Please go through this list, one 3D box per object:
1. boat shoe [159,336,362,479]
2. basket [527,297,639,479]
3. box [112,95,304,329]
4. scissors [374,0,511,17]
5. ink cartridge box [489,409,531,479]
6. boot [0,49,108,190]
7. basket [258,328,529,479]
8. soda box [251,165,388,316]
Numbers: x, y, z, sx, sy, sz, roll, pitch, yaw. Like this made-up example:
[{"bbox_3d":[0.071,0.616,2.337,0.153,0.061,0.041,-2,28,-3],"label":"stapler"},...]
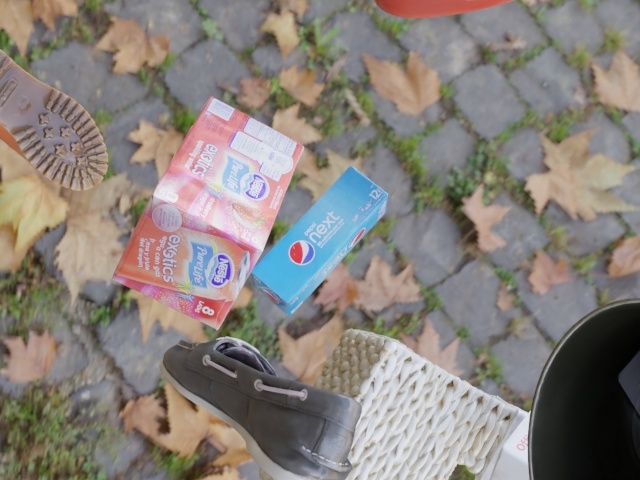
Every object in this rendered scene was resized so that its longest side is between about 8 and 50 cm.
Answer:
[{"bbox_3d":[-0.058,0.150,1.176,0.112,0.335,0.095,25,91,-33],"label":"boat shoe"},{"bbox_3d":[0.255,0.134,0.801,0.227,0.154,0.204,-3,90,-59],"label":"basket"},{"bbox_3d":[-0.138,-0.043,1.520,0.154,0.142,0.300,27,31,-6],"label":"box"},{"bbox_3d":[0.173,-0.173,0.633,0.297,0.021,0.109,-7,42,9],"label":"scissors"},{"bbox_3d":[0.358,0.334,1.635,0.203,0.086,0.148,29,37,22],"label":"ink cartridge box"},{"bbox_3d":[-0.234,-0.100,0.905,0.158,0.085,0.059,44,76,-24],"label":"boot"},{"bbox_3d":[0.105,0.334,1.858,0.266,0.331,0.328,33,84,-9],"label":"basket"},{"bbox_3d":[0.000,0.000,1.611,0.071,0.067,0.210,39,74,13],"label":"soda box"}]
